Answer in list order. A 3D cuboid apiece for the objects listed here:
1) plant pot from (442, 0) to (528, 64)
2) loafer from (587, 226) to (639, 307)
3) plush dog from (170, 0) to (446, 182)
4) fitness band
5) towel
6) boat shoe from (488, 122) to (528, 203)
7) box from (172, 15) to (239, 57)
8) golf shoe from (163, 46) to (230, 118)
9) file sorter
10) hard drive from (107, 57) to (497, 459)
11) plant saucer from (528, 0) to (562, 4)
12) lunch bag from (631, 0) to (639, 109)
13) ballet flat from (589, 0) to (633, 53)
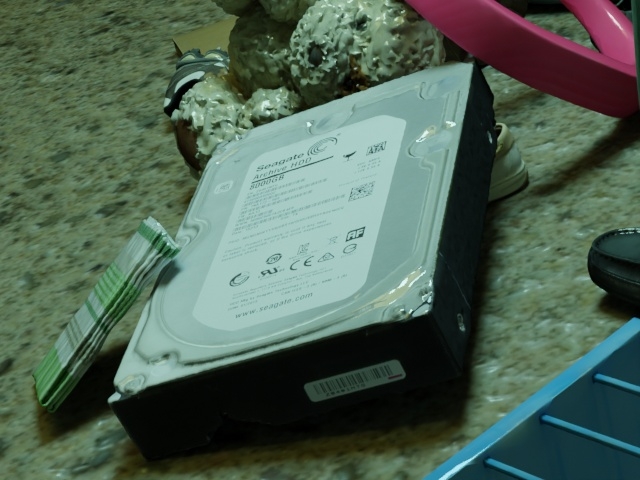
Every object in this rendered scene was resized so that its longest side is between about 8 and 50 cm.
[{"bbox_3d":[0.111,-0.254,1.614,0.167,0.167,0.165,-32,34,-31],"label":"plant pot"},{"bbox_3d":[0.267,0.005,0.999,0.223,0.078,0.076,4,31,41],"label":"loafer"},{"bbox_3d":[0.013,-0.161,1.429,0.225,0.262,0.210,16,10,40],"label":"plush dog"},{"bbox_3d":[0.166,-0.192,1.321,0.291,0.054,0.209,12,36,-42],"label":"fitness band"},{"bbox_3d":[-0.158,0.053,1.165,0.152,0.023,0.113,-54,13,-1],"label":"towel"},{"bbox_3d":[0.086,-0.044,1.267,0.170,0.059,0.063,-27,24,-21],"label":"boat shoe"},{"bbox_3d":[-0.069,-0.248,1.892,0.201,0.021,0.164,-20,23,-6],"label":"box"},{"bbox_3d":[-0.076,-0.161,1.649,0.198,0.077,0.094,-10,34,34],"label":"golf shoe"},{"bbox_3d":[0.143,0.137,0.743,0.170,0.118,0.104,-32,31,-31],"label":"file sorter"},{"bbox_3d":[0.000,0.000,1.136,0.237,0.064,0.339,-17,28,22],"label":"hard drive"},{"bbox_3d":[0.328,-0.327,1.759,0.317,0.044,0.317,-15,23,7],"label":"plant saucer"},{"bbox_3d":[0.313,-0.196,1.189,0.160,0.262,0.223,-5,25,27],"label":"lunch bag"},{"bbox_3d":[0.309,-0.229,1.539,0.057,0.049,0.173,0,28,34],"label":"ballet flat"}]
